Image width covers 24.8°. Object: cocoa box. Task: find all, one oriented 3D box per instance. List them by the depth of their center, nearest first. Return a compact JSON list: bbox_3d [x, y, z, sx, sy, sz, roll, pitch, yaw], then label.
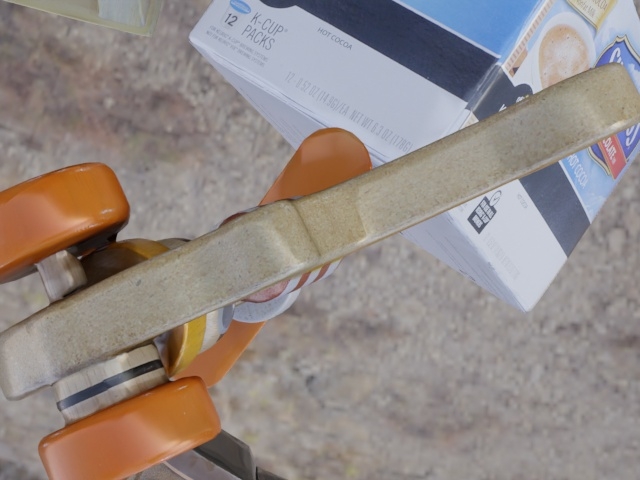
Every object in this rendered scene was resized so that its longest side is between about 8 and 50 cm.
[{"bbox_3d":[0.104,-0.132,1.158,0.231,0.228,0.347,34,176,27],"label":"cocoa box"}]

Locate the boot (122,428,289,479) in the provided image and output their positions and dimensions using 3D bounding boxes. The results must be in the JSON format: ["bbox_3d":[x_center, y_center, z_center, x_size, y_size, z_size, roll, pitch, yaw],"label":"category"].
[{"bbox_3d":[-0.032,0.260,1.172,0.305,0.112,0.115,34,99,-7],"label":"boot"}]

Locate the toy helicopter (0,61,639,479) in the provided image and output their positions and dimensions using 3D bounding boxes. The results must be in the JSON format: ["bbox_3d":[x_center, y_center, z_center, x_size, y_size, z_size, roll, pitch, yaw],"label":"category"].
[{"bbox_3d":[0.000,0.000,0.755,0.355,0.140,0.235,-24,175,-1],"label":"toy helicopter"}]

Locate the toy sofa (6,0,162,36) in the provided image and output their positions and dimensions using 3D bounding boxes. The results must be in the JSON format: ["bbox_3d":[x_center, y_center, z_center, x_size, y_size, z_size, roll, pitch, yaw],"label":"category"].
[{"bbox_3d":[-0.223,-0.253,1.046,0.150,0.177,0.362,14,-171,10],"label":"toy sofa"}]
